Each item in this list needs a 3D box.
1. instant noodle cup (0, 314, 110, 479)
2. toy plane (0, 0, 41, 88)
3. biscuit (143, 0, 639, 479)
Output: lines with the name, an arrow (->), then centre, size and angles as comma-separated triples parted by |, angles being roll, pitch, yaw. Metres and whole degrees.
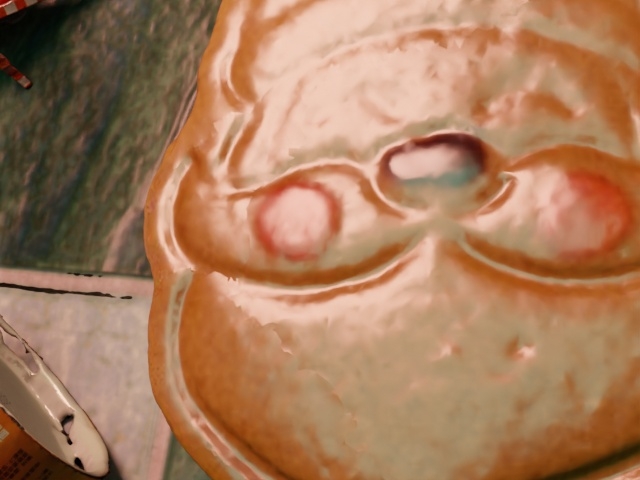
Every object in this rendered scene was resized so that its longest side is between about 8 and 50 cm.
instant noodle cup -> -0.249, 0.133, 0.842 | 0.182, 0.230, 0.230 | -41, 64, 1
toy plane -> -0.204, -0.181, 0.964 | 0.194, 0.126, 0.077 | -33, 38, 15
biscuit -> 0.073, -0.031, 0.790 | 0.350, 0.078, 0.455 | 1, 77, 19
